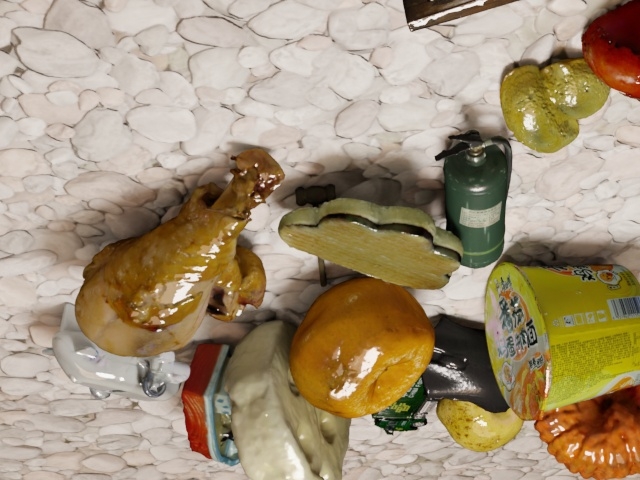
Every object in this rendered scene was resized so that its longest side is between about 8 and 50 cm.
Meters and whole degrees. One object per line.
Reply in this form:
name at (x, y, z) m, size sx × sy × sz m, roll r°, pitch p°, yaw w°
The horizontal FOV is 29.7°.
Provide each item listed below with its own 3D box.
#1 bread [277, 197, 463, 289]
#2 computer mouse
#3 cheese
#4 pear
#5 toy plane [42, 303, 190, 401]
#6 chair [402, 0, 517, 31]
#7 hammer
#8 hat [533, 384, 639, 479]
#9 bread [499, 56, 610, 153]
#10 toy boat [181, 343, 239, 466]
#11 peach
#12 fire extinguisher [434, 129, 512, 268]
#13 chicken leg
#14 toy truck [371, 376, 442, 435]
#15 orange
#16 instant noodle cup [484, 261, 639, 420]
bread at (0.092, -0.002, 1.747) m, size 0.286 × 0.056 × 0.207 m, roll 20°, pitch 155°, yaw -27°
computer mouse at (0.279, 0.224, 2.136) m, size 0.264 × 0.147 × 0.088 m, roll 14°, pitch 172°, yaw -27°
cheese at (-0.047, 0.298, 2.068) m, size 0.115 × 0.318 × 0.326 m, roll -21°, pitch 159°, yaw 22°
pear at (0.303, 0.318, 2.298) m, size 0.178 × 0.178 × 0.178 m, roll -4°, pitch 148°, yaw -2°
toy plane at (-0.342, 0.204, 2.044) m, size 0.267 × 0.123 × 0.267 m, roll 10°, pitch 161°, yaw 3°
chair at (0.243, -0.385, 1.115) m, size 0.416 × 0.203 × 0.240 m, roll -14°, pitch 151°, yaw 12°
hammer at (0.000, 0.000, 1.860) m, size 0.058 × 0.029 × 0.292 m, roll -3°, pitch 150°, yaw 2°
hat at (0.543, 0.356, 2.291) m, size 0.285 × 0.285 × 0.400 m, roll -10°, pitch 151°, yaw 7°
bread at (0.320, -0.169, 1.598) m, size 0.149 × 0.065 × 0.188 m, roll -17°, pitch 145°, yaw 10°
toy boat at (-0.164, 0.319, 2.219) m, size 0.133 × 0.145 × 0.332 m, roll 12°, pitch 147°, yaw 8°
peach at (0.399, -0.240, 1.468) m, size 0.172 × 0.127 × 0.092 m, roll 13°, pitch 162°, yaw 20°
fire extinguisher at (0.220, -0.074, 1.712) m, size 0.118 × 0.093 × 0.294 m, roll -19°, pitch 148°, yaw -5°
chicken leg at (-0.165, 0.021, 1.780) m, size 0.295 × 0.182 × 0.409 m, roll 12°, pitch 129°, yaw -41°
toy truck at (0.166, 0.276, 2.266) m, size 0.121 × 0.088 × 0.259 m, roll 2°, pitch 146°, yaw -14°
orange at (0.056, 0.163, 1.975) m, size 0.249 × 0.183 × 0.249 m, roll -27°, pitch 145°, yaw -21°
instant noodle cup at (0.403, 0.148, 1.964) m, size 0.200 × 0.264 × 0.264 m, roll -9°, pitch 149°, yaw -13°
